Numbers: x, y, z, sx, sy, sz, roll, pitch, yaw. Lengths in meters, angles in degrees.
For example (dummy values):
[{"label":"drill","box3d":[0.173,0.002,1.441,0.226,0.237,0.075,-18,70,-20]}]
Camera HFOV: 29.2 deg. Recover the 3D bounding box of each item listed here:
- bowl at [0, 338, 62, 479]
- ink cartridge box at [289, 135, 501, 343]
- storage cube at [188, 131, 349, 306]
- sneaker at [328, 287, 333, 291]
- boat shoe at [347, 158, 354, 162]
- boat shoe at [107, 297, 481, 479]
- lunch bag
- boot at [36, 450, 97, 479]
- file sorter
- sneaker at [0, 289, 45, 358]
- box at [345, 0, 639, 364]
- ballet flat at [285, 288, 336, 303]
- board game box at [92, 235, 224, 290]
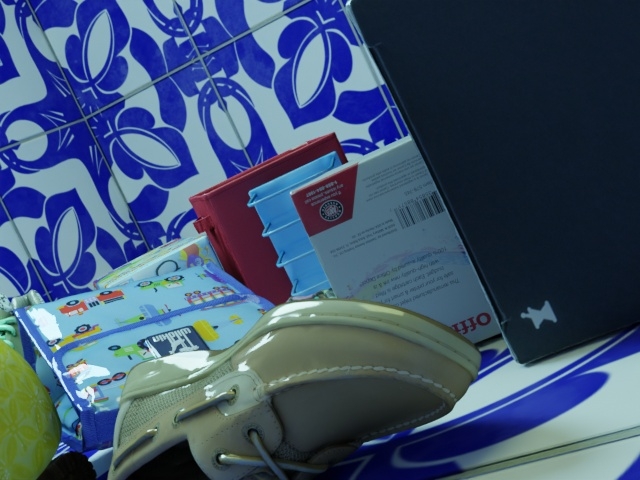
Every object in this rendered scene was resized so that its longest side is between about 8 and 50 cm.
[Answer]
[{"label":"bowl","box3d":[-0.378,0.133,1.032,0.289,0.156,0.289,-11,20,4]},{"label":"ink cartridge box","box3d":[0.079,0.006,1.044,0.128,0.176,0.127,-23,4,17]},{"label":"storage cube","box3d":[-0.042,-0.011,1.609,0.215,0.193,0.183,-27,6,-11]},{"label":"sneaker","box3d":[-0.006,0.086,1.322,0.089,0.051,0.170,-31,3,-41]},{"label":"boat shoe","box3d":[0.045,-0.064,2.106,0.156,0.136,0.367,-19,-2,24]},{"label":"boat shoe","box3d":[-0.029,0.128,0.836,0.341,0.121,0.110,-23,43,48]},{"label":"lunch bag","box3d":[-0.146,0.128,1.168,0.220,0.138,0.293,-13,13,-23]},{"label":"boot","box3d":[-0.267,0.237,1.063,0.084,0.059,0.158,-26,-3,21]},{"label":"file sorter","box3d":[0.000,0.000,1.454,0.118,0.170,0.104,-25,8,6]},{"label":"sneaker","box3d":[-0.474,0.175,1.816,0.158,0.182,0.410,-24,6,6]},{"label":"box","box3d":[0.223,-0.123,1.002,0.212,0.294,0.395,-23,7,23]},{"label":"ballet flat","box3d":[0.019,0.082,1.181,0.079,0.077,0.221,-7,1,-15]},{"label":"board game box","box3d":[-0.204,0.089,1.639,0.142,0.144,0.275,-27,5,-13]}]
